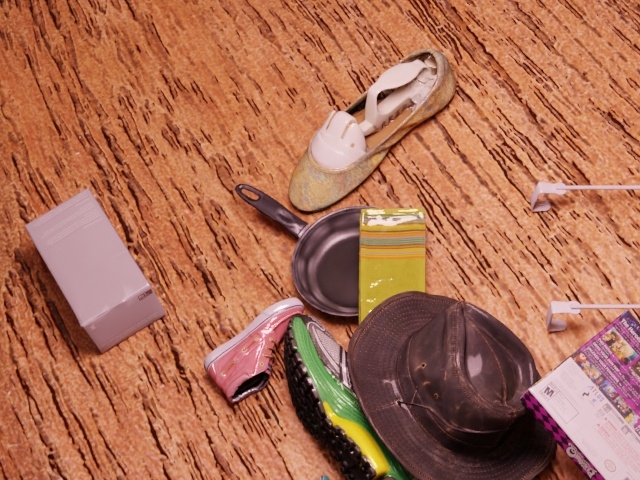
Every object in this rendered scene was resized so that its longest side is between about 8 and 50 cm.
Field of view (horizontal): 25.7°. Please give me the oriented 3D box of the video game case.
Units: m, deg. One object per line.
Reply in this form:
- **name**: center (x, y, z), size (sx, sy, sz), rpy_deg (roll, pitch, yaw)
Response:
- **video game case**: center (0.413, 0.236, 1.859), size (0.210, 0.042, 0.232), rpy_deg (-34, 77, -29)

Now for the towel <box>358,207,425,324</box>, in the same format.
- **towel**: center (0.107, 0.054, 2.097), size (0.102, 0.021, 0.237), rpy_deg (-4, 59, 9)

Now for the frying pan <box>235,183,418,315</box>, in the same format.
- **frying pan**: center (-0.007, 0.025, 2.172), size (0.326, 0.053, 0.197), rpy_deg (9, 61, 19)

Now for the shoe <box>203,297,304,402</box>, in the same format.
- **shoe**: center (-0.084, 0.166, 2.098), size (0.178, 0.063, 0.081), rpy_deg (-36, 58, -4)

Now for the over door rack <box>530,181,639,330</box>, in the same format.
- **over door rack**: center (0.475, -0.004, 2.042), size (0.324, 0.108, 0.239), rpy_deg (-7, 56, 10)

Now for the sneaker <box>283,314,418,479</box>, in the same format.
- **sneaker**: center (0.057, 0.234, 1.995), size (0.146, 0.134, 0.343), rpy_deg (-23, 55, -22)

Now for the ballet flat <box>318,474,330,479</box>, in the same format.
- **ballet flat**: center (0.008, 0.381, 1.948), size (0.041, 0.041, 0.114), rpy_deg (-21, 54, 0)

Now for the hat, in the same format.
- **hat**: center (0.199, 0.176, 1.906), size (0.331, 0.134, 0.331), rpy_deg (11, 49, -13)

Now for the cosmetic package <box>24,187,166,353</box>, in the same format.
- **cosmetic package**: center (-0.357, 0.046, 2.218), size (0.127, 0.107, 0.238), rpy_deg (-30, 59, -7)

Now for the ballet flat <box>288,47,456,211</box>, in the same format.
- **ballet flat**: center (0.075, -0.190, 2.256), size (0.348, 0.123, 0.123), rpy_deg (-40, 57, -13)
